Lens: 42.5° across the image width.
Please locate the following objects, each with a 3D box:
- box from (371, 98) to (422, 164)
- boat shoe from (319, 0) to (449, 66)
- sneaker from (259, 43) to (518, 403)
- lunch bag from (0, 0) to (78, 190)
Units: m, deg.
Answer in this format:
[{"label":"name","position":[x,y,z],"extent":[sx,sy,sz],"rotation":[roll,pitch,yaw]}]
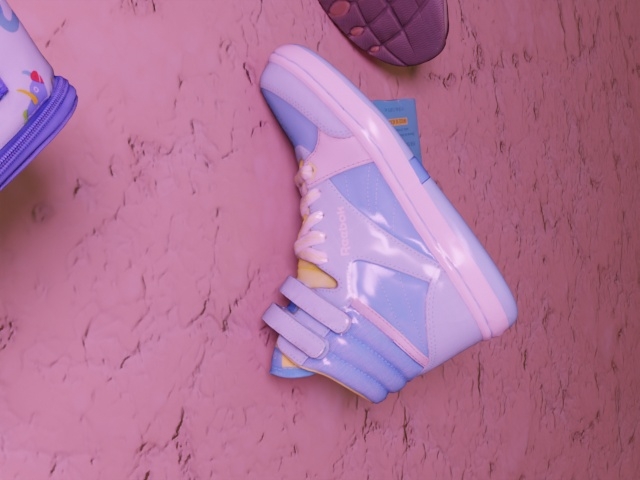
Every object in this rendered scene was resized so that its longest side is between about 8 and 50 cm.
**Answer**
[{"label":"box","position":[0.063,-0.019,0.844],"extent":[0.100,0.060,0.245],"rotation":[-16,101,-52]},{"label":"boat shoe","position":[0.042,-0.331,0.776],"extent":[0.355,0.132,0.130],"rotation":[57,46,-36]},{"label":"sneaker","position":[0.000,0.000,0.714],"extent":[0.319,0.208,0.127],"rotation":[53,-2,5]},{"label":"lunch bag","position":[-0.225,-0.023,0.364],"extent":[0.090,0.176,0.219],"rotation":[58,45,-33]}]
